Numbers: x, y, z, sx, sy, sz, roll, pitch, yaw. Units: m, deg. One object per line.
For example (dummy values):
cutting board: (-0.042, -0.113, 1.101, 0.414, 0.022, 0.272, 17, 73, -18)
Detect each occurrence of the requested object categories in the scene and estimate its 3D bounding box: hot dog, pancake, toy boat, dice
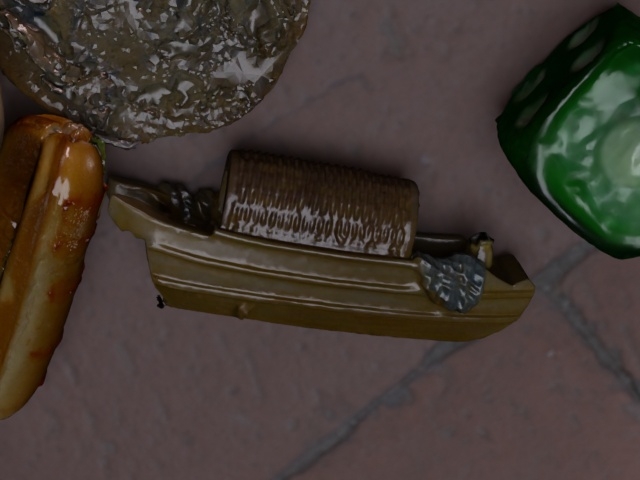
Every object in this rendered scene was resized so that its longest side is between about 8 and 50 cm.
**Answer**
hot dog: (-0.206, 0.025, 1.274, 0.076, 0.104, 0.250, -3, 125, -35)
pancake: (-0.126, -0.199, 1.215, 0.282, 0.049, 0.282, -1, 113, -3)
toy boat: (0.000, 0.000, 1.279, 0.310, 0.089, 0.115, 8, 109, -5)
dice: (0.205, -0.075, 1.243, 0.131, 0.120, 0.128, 41, 106, -14)

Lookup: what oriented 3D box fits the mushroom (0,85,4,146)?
mushroom: (-0.382, -0.080, 1.103, 0.353, 0.325, 0.353, -13, 134, -14)
